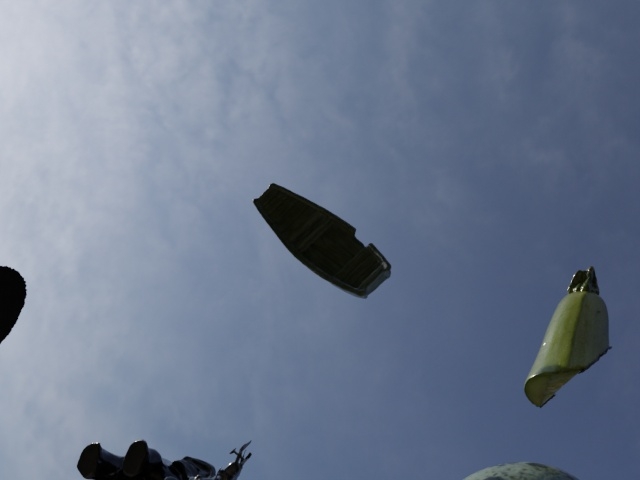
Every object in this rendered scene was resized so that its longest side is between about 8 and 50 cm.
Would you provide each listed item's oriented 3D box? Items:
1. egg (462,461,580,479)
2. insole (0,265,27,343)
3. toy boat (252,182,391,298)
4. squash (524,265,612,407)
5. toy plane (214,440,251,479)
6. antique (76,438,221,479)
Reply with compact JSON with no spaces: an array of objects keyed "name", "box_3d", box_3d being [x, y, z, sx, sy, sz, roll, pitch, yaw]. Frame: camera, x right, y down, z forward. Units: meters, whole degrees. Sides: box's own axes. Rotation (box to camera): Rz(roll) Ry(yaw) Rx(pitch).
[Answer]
[{"name":"egg","box_3d":[0.184,0.269,0.576,0.172,0.132,0.132,14,-58,-16]},{"name":"insole","box_3d":[-0.435,0.143,0.645,0.109,0.322,0.007,34,-27,10]},{"name":"toy boat","box_3d":[0.000,0.000,0.963,0.293,0.093,0.055,38,-13,42]},{"name":"squash","box_3d":[0.317,0.114,0.776,0.075,0.200,0.090,18,-38,26]},{"name":"toy plane","box_3d":[-0.150,0.396,1.103,0.031,0.049,0.120,36,-59,23]},{"name":"antique","box_3d":[-0.343,0.505,1.264,0.322,0.185,0.255,-17,-41,35]}]
